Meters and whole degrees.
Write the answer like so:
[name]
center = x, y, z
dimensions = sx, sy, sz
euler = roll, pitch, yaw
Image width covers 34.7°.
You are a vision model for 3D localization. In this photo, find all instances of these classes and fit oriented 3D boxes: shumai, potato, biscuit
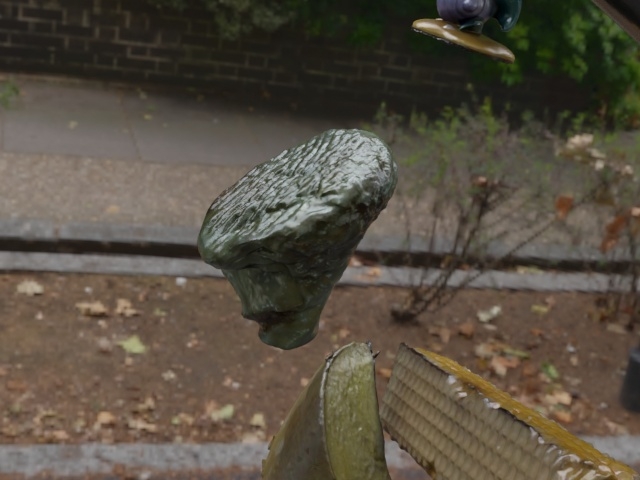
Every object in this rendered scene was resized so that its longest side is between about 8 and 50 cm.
[shumai]
center = 0.000, 0.000, 1.270
dimensions = 0.272, 0.204, 0.222
euler = -22, 32, 26
[potato]
center = -0.004, 0.217, 0.909
dimensions = 0.138, 0.243, 0.098
euler = -30, -30, 36
[biscuit]
center = 0.128, 0.165, 0.809
dimensions = 0.054, 0.094, 0.378
euler = 18, 1, -14

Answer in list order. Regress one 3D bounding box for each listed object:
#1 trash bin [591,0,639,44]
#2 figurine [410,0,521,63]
[trash bin]
center = 0.351, -0.173, 0.754
dimensions = 0.214, 0.214, 0.334
euler = -13, 53, -46
[figurine]
center = 0.245, -0.379, 1.370
dimensions = 0.208, 0.257, 0.181
euler = 30, 20, 31
